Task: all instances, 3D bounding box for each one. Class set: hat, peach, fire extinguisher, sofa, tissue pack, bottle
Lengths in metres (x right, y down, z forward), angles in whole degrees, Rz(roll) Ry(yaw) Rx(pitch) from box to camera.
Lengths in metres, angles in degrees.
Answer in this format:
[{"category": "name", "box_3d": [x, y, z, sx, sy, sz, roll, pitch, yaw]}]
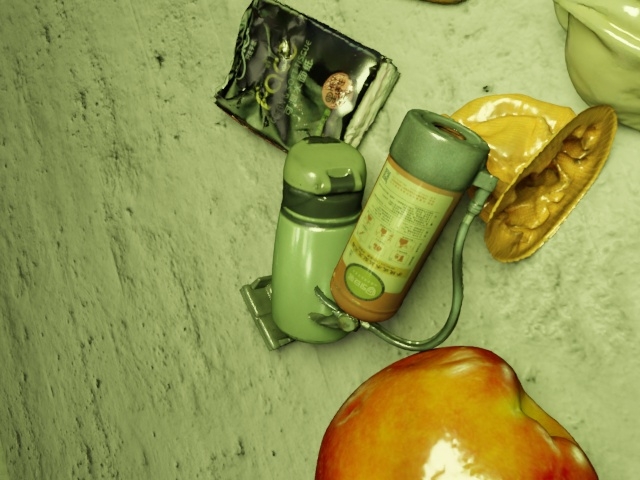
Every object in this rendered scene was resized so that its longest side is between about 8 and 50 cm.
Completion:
[{"category": "hat", "box_3d": [0.261, -0.132, 0.758, 0.233, 0.244, 0.233, -34, 51, -9]}, {"category": "peach", "box_3d": [0.186, 0.327, 0.725, 0.335, 0.310, 0.406, 36, 130, -16]}, {"category": "fire extinguisher", "box_3d": [0.117, 0.027, 0.690, 0.200, 0.113, 0.376, 43, 126, 27]}, {"category": "sofa", "box_3d": [-0.094, 0.144, 1.018, 0.060, 0.085, 0.147, -37, 73, 31]}, {"category": "tissue pack", "box_3d": [-0.046, -0.294, 0.945, 0.332, 0.123, 0.245, 38, 109, 25]}, {"category": "bottle", "box_3d": [-0.001, -0.002, 0.853, 0.168, 0.168, 0.346, 21, 122, 29]}]

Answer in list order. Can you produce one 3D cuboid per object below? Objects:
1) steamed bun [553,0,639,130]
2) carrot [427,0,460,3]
[{"category": "steamed bun", "box_3d": [0.448, -0.313, 0.566, 0.342, 0.255, 0.367, 49, 116, 17]}, {"category": "carrot", "box_3d": [0.169, -0.439, 0.845, 0.186, 0.060, 0.060, 22, 104, 31]}]
